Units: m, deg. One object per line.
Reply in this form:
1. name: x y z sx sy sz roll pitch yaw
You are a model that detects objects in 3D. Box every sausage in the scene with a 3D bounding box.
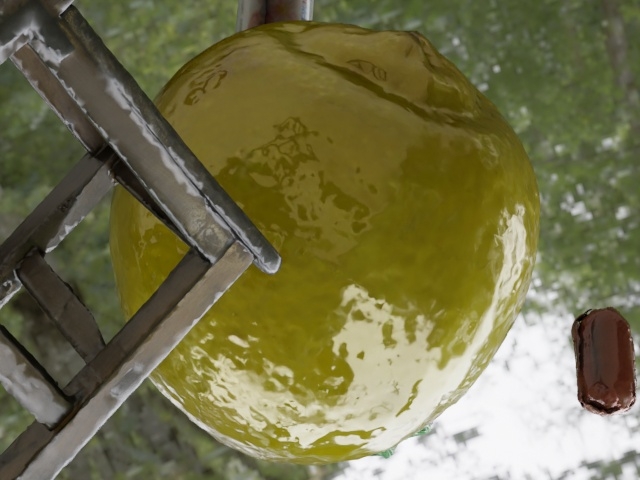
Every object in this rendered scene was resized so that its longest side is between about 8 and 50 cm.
1. sausage: 0.342 0.147 1.666 0.076 0.076 0.141 -14 -122 22

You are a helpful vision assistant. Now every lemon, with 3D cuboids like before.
1. lemon: 0.000 0.000 1.063 0.348 0.348 0.348 -19 -163 6

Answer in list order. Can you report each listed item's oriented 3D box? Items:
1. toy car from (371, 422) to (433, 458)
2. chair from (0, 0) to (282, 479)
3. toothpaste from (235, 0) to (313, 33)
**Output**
1. toy car: 0.046 0.213 1.568 0.165 0.063 0.071 -3 161 7
2. chair: -0.120 -0.087 0.767 0.416 0.241 0.203 -42 -144 -8
3. toothpaste: -0.047 -0.117 1.226 0.100 0.323 0.066 10 -162 11
